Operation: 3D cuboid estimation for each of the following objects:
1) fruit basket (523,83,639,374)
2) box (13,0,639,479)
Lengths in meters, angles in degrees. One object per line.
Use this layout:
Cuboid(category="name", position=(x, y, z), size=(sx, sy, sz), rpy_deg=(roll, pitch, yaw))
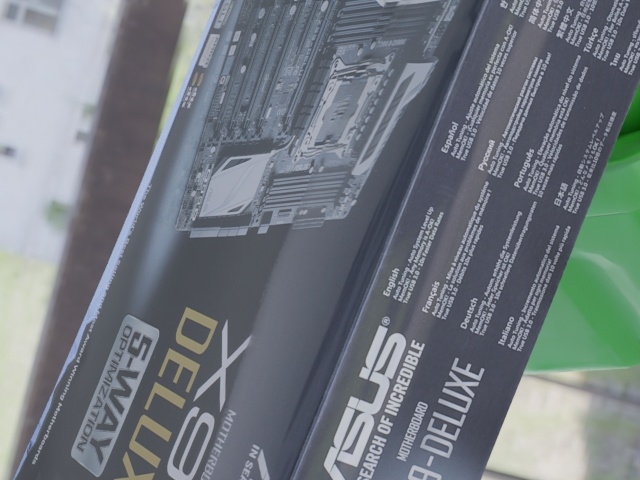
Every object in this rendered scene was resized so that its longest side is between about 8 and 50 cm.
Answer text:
Cuboid(category="fruit basket", position=(0.118, -0.159, 0.927), size=(0.283, 0.392, 0.392), rpy_deg=(-7, 62, 34))
Cuboid(category="box", position=(0.000, 0.000, 0.733), size=(0.242, 0.076, 0.307), rpy_deg=(19, 86, 64))
